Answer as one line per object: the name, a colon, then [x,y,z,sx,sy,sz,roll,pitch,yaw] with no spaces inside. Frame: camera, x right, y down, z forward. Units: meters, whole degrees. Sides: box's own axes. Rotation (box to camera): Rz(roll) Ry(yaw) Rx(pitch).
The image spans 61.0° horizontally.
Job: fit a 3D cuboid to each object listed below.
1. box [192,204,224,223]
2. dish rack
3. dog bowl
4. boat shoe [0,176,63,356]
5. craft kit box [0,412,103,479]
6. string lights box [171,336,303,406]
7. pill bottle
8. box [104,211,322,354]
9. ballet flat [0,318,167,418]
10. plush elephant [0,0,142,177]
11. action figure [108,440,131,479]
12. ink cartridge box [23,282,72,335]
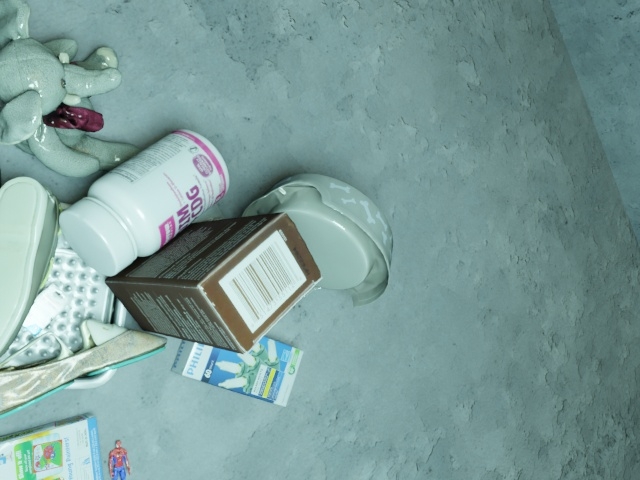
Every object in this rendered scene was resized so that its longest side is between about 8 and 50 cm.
box: [-0.305,-0.035,1.149,0.183,0.056,0.231,-37,106,-31]
dish rack: [-0.503,0.097,0.992,0.285,0.072,0.333,10,80,-34]
dog bowl: [0.000,0.000,1.196,0.349,0.349,0.102,48,49,-22]
boat shoe: [-0.500,0.052,0.892,0.109,0.091,0.305,9,78,6]
craft kit box: [-0.511,0.462,0.950,0.247,0.061,0.250,-5,88,-44]
string lights box: [-0.178,0.264,1.197,0.260,0.077,0.133,27,73,-30]
pill bottle: [-0.313,-0.072,0.991,0.283,0.160,0.160,-47,112,-38]
box: [-0.200,0.067,0.939,0.191,0.381,0.143,-43,116,-32]
ballet flat: [-0.424,0.197,0.939,0.316,0.107,0.106,-19,91,-35]
plush elephant: [-0.458,-0.255,0.935,0.330,0.255,0.272,-7,85,-33]
action figure: [-0.394,0.451,1.063,0.038,0.030,0.115,-2,85,-30]
ink cartridge box: [-0.483,0.119,0.945,0.048,0.028,0.083,51,62,-21]
